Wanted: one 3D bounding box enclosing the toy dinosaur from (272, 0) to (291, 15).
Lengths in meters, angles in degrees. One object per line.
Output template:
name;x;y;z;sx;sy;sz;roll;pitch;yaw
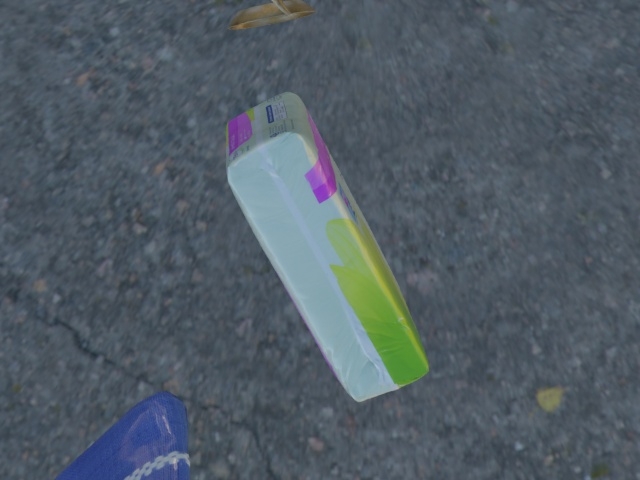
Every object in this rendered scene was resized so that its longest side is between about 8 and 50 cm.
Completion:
toy dinosaur;-0.089;-0.220;0.826;0.064;0.211;0.112;20;105;28

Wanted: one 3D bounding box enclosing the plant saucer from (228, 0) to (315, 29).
plant saucer;-0.046;-0.212;1.135;0.083;0.083;0.015;-11;97;4

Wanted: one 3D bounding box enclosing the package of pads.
package of pads;0.000;0.000;1.304;0.101;0.229;0.296;-27;108;4

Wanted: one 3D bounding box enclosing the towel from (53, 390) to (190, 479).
towel;-0.117;0.253;0.513;0.040;0.336;0.243;29;121;-34
